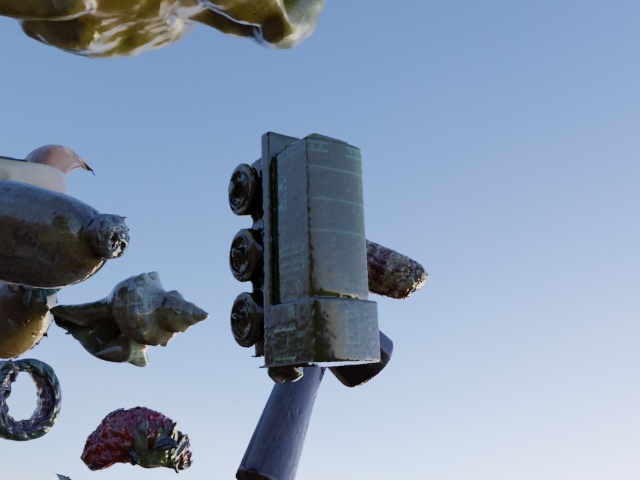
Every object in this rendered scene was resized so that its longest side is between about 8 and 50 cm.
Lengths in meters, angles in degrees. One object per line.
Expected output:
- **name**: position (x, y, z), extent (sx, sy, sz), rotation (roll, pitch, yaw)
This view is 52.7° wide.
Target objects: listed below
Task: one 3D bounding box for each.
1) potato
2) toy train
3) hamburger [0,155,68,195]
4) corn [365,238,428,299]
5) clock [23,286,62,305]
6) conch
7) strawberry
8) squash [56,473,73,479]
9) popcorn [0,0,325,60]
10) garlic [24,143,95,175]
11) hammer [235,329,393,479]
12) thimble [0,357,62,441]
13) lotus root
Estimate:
- **potato**: position (-0.672, 0.162, 1.422), extent (0.164, 0.200, 0.081), rotation (31, -17, -7)
- **toy train**: position (-0.017, 0.008, 0.564), extent (0.090, 0.226, 0.137), rotation (5, -15, -34)
- **hamburger**: position (-0.635, -0.067, 1.274), extent (0.294, 0.179, 0.276), rotation (9, -8, -20)
- **corn**: position (0.046, 0.033, 1.139), extent (0.289, 0.098, 0.098), rotation (21, -32, 11)
- **clock**: position (-0.588, 0.083, 1.384), extent (0.101, 0.135, 0.041), rotation (-3, -54, 10)
- **conch**: position (-0.402, 0.171, 1.388), extent (0.386, 0.203, 0.169), rotation (-8, -9, 34)
- **strawberry**: position (-0.239, 0.262, 0.849), extent (0.140, 0.085, 0.192), rotation (-2, -18, 3)
- **squash**: position (-0.639, 0.735, 1.662), extent (0.252, 0.169, 0.093), rotation (21, -47, 22)
- **popcorn**: position (-0.170, -0.309, 0.600), extent (0.334, 0.293, 0.293), rotation (-9, -70, 5)
- **garlic**: position (-0.701, -0.193, 1.674), extent (0.128, 0.207, 0.115), rotation (11, -59, 17)
- **hammer**: position (-0.033, 0.180, 0.844), extent (0.095, 0.409, 0.242), rotation (-38, -77, 27)
- **thimble**: position (-0.501, 0.267, 1.087), extent (0.118, 0.135, 0.090), rotation (10, -18, -38)
- **lotus root**: position (-0.453, -0.007, 0.985), extent (0.349, 0.175, 0.175), rotation (11, -33, 10)
